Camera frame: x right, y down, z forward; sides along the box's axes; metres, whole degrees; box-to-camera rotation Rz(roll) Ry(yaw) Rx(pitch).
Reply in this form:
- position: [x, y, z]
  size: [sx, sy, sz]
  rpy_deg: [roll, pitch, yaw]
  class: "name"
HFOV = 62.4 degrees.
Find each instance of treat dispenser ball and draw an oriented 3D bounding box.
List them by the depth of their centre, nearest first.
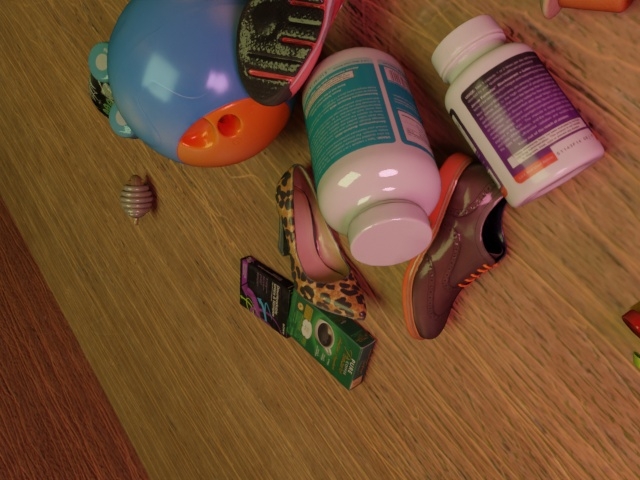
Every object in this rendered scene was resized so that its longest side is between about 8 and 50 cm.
- position: [-0.175, -0.257, 0.819]
  size: [0.288, 0.288, 0.288]
  rpy_deg: [21, 119, 42]
  class: "treat dispenser ball"

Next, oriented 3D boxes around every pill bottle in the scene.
- position: [0.205, -0.143, 0.577]
  size: [0.108, 0.108, 0.193]
  rpy_deg: [-42, 73, 48]
  class: "pill bottle"
- position: [0.061, -0.102, 0.650]
  size: [0.146, 0.146, 0.264]
  rpy_deg: [-52, 36, 45]
  class: "pill bottle"

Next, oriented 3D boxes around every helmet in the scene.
- position: [-0.432, -0.345, 1.185]
  size: [0.161, 0.169, 0.169]
  rpy_deg: [47, 137, 2]
  class: "helmet"

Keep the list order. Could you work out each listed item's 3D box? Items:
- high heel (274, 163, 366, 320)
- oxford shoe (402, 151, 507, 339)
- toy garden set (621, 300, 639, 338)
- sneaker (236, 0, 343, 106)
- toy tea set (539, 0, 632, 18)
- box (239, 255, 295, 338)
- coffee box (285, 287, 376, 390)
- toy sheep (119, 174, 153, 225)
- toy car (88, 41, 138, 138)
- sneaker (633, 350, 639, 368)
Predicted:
- position: [0.000, 0.000, 0.868]
  size: [0.261, 0.093, 0.186]
  rpy_deg: [44, 140, 40]
  class: "high heel"
- position: [0.178, 0.029, 0.688]
  size: [0.098, 0.097, 0.271]
  rpy_deg: [27, 124, 32]
  class: "oxford shoe"
- position: [0.398, 0.079, 0.414]
  size: [0.204, 0.049, 0.244]
  rpy_deg: [-39, 62, 8]
  class: "toy garden set"
- position: [-0.003, -0.318, 0.683]
  size: [0.116, 0.136, 0.313]
  rpy_deg: [25, 102, 23]
  class: "sneaker"
- position: [0.229, -0.343, 0.408]
  size: [0.124, 0.200, 0.336]
  rpy_deg: [31, 132, 27]
  class: "toy tea set"
- position: [-0.109, 0.115, 1.090]
  size: [0.162, 0.029, 0.116]
  rpy_deg: [27, 123, 38]
  class: "box"
- position: [0.013, 0.173, 0.966]
  size: [0.184, 0.040, 0.113]
  rpy_deg: [36, 129, 35]
  class: "coffee box"
- position: [-0.479, -0.105, 1.378]
  size: [0.091, 0.091, 0.132]
  rpy_deg: [12, 108, 46]
  class: "toy sheep"
- position: [-0.259, -0.307, 1.006]
  size: [0.238, 0.219, 0.210]
  rpy_deg: [-20, 89, 21]
  class: "toy car"
- position: [0.409, 0.133, 0.463]
  size: [0.235, 0.097, 0.084]
  rpy_deg: [5, 108, 47]
  class: "sneaker"
